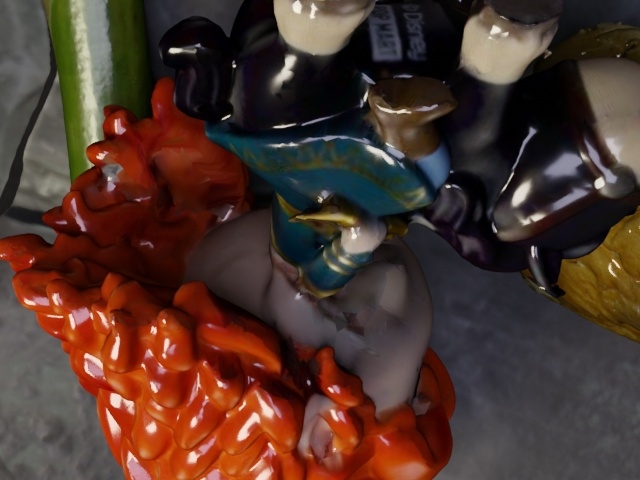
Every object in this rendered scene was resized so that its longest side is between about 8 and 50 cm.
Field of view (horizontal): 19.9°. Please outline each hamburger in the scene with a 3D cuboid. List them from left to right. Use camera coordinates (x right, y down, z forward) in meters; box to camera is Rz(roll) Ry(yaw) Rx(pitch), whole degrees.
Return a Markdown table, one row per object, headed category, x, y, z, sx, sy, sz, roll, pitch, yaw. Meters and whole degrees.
| category | x | y | z | sx | sy | sz | roll | pitch | yaw |
| --- | --- | --- | --- | --- | --- | --- | --- | --- | --- |
| hamburger | 0.202 | -0.021 | 1.076 | 0.206 | 0.130 | 0.183 | 24 | 122 | 17 |

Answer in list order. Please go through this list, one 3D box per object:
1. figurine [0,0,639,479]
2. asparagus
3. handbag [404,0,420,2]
| category | x | y | z | sx | sy | sz | roll | pitch | yaw |
| --- | --- | --- | --- | --- | --- | --- | --- | --- | --- |
| figurine | 0.010 | -0.006 | 1.006 | 0.306 | 0.241 | 0.412 | 16 | 126 | -43 |
| asparagus | -0.132 | -0.128 | 1.093 | 0.067 | 0.060 | 0.277 | -9 | 108 | -10 |
| handbag | 0.007 | -0.198 | 1.044 | 0.270 | 0.117 | 0.182 | 31 | 95 | -21 |
